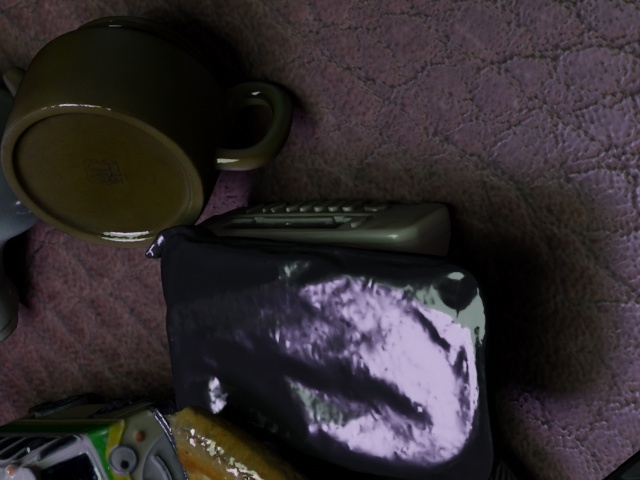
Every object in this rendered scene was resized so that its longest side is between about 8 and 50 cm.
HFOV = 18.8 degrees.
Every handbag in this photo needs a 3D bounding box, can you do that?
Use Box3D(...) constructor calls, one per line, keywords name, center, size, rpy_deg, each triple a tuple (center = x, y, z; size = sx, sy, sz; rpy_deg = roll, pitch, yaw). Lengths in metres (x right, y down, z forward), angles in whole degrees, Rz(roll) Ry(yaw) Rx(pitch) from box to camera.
Box3D(name="handbag", center=(0.000, 0.089, 1.559), size=(0.332, 0.075, 0.191), rpy_deg=(8, 113, 34))

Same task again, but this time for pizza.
Box3D(name="pizza", center=(-0.029, 0.244, 1.619), size=(0.292, 0.058, 0.197), rpy_deg=(46, 153, -7))

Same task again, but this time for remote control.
Box3D(name="remote control", center=(0.000, -0.001, 1.619), size=(0.230, 0.090, 0.049), rpy_deg=(1, 110, 36))

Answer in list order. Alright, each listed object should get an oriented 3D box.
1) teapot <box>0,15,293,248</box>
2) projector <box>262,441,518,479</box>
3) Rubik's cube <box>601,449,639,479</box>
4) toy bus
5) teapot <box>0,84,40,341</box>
Box3D(name="teapot", center=(-0.154, -0.113, 1.656), size=(0.268, 0.175, 0.185), rpy_deg=(5, 142, 11))
Box3D(name="projector", center=(0.028, 0.204, 1.677), size=(0.257, 0.079, 0.259), rpy_deg=(50, 129, 11))
Box3D(name="Rubik's cube", center=(0.344, 0.266, 1.353), size=(0.250, 0.246, 0.248), rpy_deg=(8, 110, 35))
Box3D(name="toy bus", center=(-0.239, 0.235, 1.781), size=(0.305, 0.179, 0.143), rpy_deg=(-8, 100, 59))
Box3D(name="teapot", center=(-0.334, -0.019, 1.821), size=(0.183, 0.183, 0.251), rpy_deg=(32, 133, 24))
